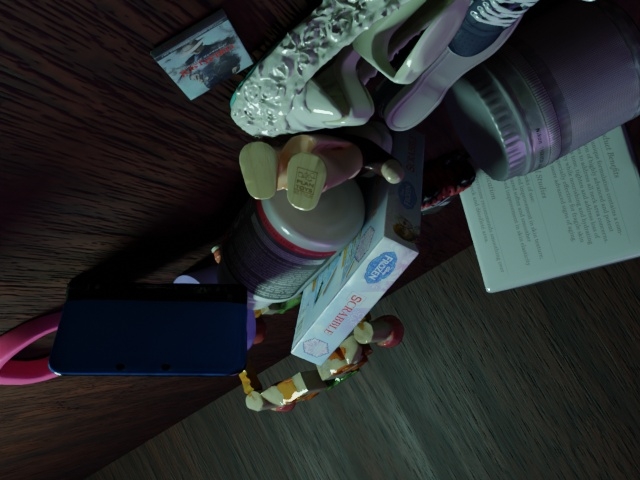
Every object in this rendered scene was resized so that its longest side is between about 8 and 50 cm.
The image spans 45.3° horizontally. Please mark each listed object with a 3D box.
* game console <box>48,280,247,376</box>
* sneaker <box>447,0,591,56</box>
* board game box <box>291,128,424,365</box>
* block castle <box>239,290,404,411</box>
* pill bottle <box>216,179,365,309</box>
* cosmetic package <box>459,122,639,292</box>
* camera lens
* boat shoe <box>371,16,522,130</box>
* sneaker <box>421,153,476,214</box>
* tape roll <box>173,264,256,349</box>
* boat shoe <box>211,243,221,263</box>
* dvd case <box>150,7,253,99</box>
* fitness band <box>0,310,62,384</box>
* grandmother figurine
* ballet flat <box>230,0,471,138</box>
[{"bbox_3d":[-0.269,0.162,1.265,0.293,0.173,0.250,2,159,-6],"label":"game console"},{"bbox_3d":[0.218,-0.277,0.848,0.099,0.153,0.282,-2,147,-18],"label":"sneaker"},{"bbox_3d":[0.067,0.003,1.329,0.318,0.066,0.319,-54,-163,40],"label":"board game box"},{"bbox_3d":[-0.024,0.242,2.039,0.453,0.303,0.213,-35,159,22],"label":"block castle"},{"bbox_3d":[-0.068,0.001,1.319,0.176,0.176,0.318,-20,163,-35],"label":"pill bottle"},{"bbox_3d":[0.579,-0.079,1.856,0.393,0.329,0.327,-17,172,24],"label":"cosmetic package"},{"bbox_3d":[0.360,-0.244,1.217,0.274,0.219,0.219,-28,167,-4],"label":"camera lens"},{"bbox_3d":[0.172,-0.261,1.056,0.095,0.079,0.254,11,131,-46],"label":"boat shoe"},{"bbox_3d":[0.219,-0.104,1.697,0.276,0.098,0.135,-21,162,-37],"label":"sneaker"},{"bbox_3d":[-0.216,0.148,1.526,0.080,0.189,0.189,-19,163,-39],"label":"tape roll"},{"bbox_3d":[-0.163,0.028,1.511,0.049,0.043,0.137,-37,166,21],"label":"boat shoe"},{"bbox_3d":[-0.124,-0.197,0.828,0.087,0.013,0.119,-30,166,2],"label":"dvd case"},{"bbox_3d":[-0.503,0.205,1.433,0.209,0.054,0.291,-29,166,1],"label":"fitness band"},{"bbox_3d":[0.026,-0.122,1.116,0.342,0.208,0.104,-35,145,-64],"label":"grandmother figurine"},{"bbox_3d":[0.042,-0.212,0.865,0.147,0.147,0.409,-13,160,-49],"label":"ballet flat"}]
